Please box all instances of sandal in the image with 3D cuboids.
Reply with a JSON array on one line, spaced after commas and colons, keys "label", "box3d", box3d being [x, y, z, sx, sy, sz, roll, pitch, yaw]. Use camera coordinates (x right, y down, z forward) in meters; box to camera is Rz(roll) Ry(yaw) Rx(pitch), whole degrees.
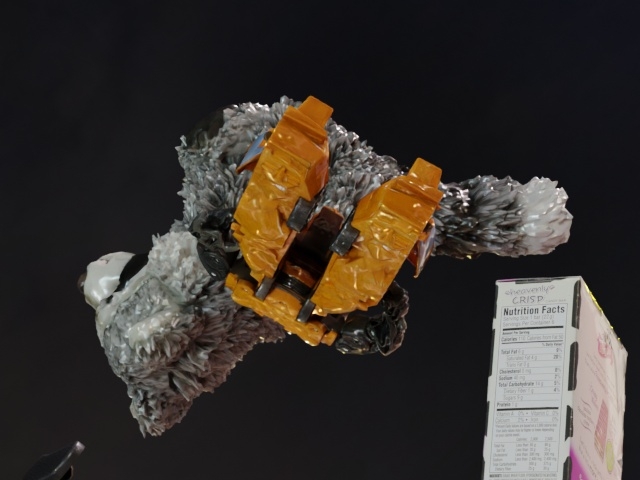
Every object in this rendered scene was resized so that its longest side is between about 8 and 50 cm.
[{"label": "sandal", "box3d": [-0.300, 0.268, 2.028, 0.179, 0.040, 0.067, -30, 22, 56]}]

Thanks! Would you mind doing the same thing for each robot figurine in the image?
[{"label": "robot figurine", "box3d": [0.000, 0.000, 1.530, 0.085, 0.211, 0.291, -59, -1, -25]}]

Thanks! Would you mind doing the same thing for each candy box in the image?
[{"label": "candy box", "box3d": [0.176, 0.163, 1.366, 0.071, 0.233, 0.159, -3, -27, 22]}]

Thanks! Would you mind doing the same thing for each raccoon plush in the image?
[{"label": "raccoon plush", "box3d": [-0.002, 0.033, 1.712, 0.216, 0.446, 0.299, 70, -156, -43]}]
